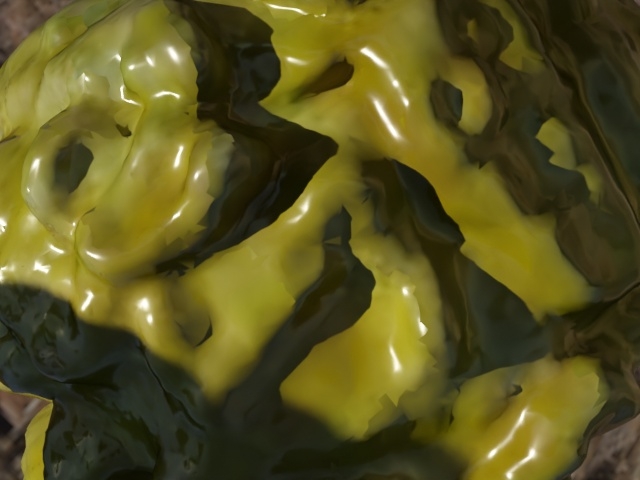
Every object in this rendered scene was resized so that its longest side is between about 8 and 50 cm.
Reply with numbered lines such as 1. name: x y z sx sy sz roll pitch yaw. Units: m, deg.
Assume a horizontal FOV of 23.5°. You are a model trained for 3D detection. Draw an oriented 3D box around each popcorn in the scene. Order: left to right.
1. popcorn: 0.005 0.006 0.497 0.225 0.249 0.249 60 145 2
